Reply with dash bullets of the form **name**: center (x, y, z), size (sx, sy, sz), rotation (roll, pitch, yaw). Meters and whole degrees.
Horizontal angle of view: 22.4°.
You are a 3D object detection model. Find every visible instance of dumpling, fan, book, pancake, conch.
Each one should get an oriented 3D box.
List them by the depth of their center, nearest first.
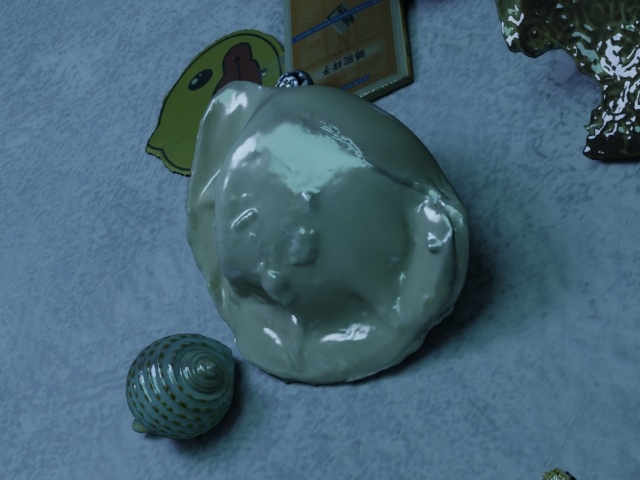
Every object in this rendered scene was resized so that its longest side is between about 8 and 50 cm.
- **pancake**: center (0.298, -0.223, 1.633), size (0.288, 0.033, 0.286), rotation (14, 102, 36)
- **dumpling**: center (0.000, 0.000, 1.723), size (0.395, 0.233, 0.316), rotation (27, 108, 36)
- **conch**: center (-0.159, 0.153, 1.771), size (0.153, 0.102, 0.135), rotation (-8, 38, 38)
- **book**: center (0.029, -0.253, 2.001), size (0.170, 0.018, 0.242), rotation (-24, 47, 23)
- **fan**: center (-0.096, -0.201, 2.083), size (0.335, 0.011, 0.229), rotation (-29, 44, 18)

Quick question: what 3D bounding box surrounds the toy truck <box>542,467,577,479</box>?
- **toy truck**: center (0.185, 0.257, 1.402), size (0.123, 0.063, 0.052), rotation (-47, 40, -2)

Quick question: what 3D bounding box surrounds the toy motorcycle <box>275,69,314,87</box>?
- **toy motorcycle**: center (-0.056, -0.106, 1.925), size (0.193, 0.061, 0.124), rotation (-51, 53, 7)
